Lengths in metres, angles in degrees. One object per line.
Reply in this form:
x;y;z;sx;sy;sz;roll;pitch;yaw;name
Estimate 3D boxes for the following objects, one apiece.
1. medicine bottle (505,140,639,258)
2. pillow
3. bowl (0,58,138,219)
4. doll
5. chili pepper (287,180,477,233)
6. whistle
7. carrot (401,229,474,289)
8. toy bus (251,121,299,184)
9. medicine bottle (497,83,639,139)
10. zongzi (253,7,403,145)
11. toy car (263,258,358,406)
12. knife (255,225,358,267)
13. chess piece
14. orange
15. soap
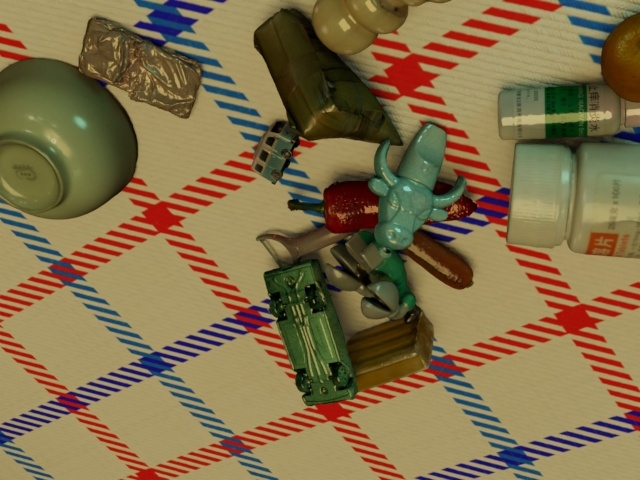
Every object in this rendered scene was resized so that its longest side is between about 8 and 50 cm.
0.534;-0.073;1.593;0.371;0.211;0.211;4;126;12;medicine bottle
-0.360;-0.338;1.733;0.248;0.049;0.135;23;123;-6;pillow
-0.578;-0.178;1.817;0.353;0.185;0.354;7;127;9;bowl
0.126;0.099;1.838;0.258;0.153;0.195;46;168;-16;doll
0.120;-0.071;1.763;0.387;0.110;0.110;-3;125;6;chili pepper
0.172;-0.093;1.672;0.186;0.093;0.274;24;84;-13;whistle
0.230;0.029;1.836;0.225;0.067;0.067;35;126;-9;carrot
-0.090;-0.183;1.768;0.074;0.060;0.123;27;129;-2;toy bus
0.453;-0.232;1.574;0.259;0.095;0.095;-2;124;14;medicine bottle
0.026;-0.299;1.651;0.123;0.289;0.260;-37;68;33;zongzi
-0.013;0.203;1.923;0.141;0.097;0.321;-15;95;30;toy car
0.000;0.001;1.886;0.278;0.053;0.123;-22;123;28;knife
0.114;-0.429;1.496;0.299;0.167;0.167;-30;113;38;chess piece
0.552;-0.305;1.467;0.154;0.155;0.134;-23;154;27;orange
0.138;0.257;1.975;0.232;0.140;0.073;-24;116;28;soap
